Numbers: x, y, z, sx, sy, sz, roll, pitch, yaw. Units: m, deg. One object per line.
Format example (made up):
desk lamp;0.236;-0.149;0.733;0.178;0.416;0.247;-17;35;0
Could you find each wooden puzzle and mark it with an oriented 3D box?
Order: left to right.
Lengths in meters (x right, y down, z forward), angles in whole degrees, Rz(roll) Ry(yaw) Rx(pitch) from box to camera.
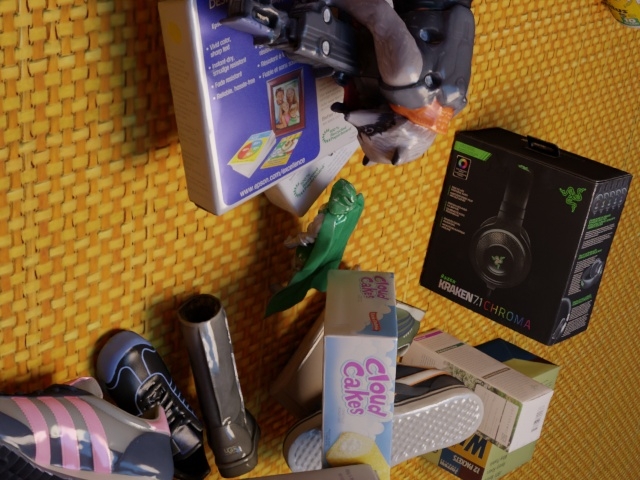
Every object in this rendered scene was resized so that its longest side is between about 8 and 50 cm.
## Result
wooden puzzle;0.022;0.169;1.568;0.221;0.044;0.238;-55;149;-14

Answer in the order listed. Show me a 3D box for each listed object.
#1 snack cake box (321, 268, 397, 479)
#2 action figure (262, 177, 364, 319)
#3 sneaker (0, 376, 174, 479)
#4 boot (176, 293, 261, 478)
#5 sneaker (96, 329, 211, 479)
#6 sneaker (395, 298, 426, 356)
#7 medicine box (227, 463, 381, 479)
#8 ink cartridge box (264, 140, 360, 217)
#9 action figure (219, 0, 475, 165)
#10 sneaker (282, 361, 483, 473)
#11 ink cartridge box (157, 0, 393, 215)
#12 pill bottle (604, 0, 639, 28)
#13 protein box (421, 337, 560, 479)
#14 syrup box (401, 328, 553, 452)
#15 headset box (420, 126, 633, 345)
snack cake box;0.047;0.187;1.338;0.152;0.089;0.264;-82;174;-60
action figure;0.000;0.000;1.331;0.137;0.063;0.232;-37;165;-37
sneaker;-0.292;0.193;1.106;0.319;0.112;0.131;30;45;-36
boot;-0.131;0.167;1.319;0.076;0.190;0.208;-21;103;-10
sneaker;-0.187;0.201;1.262;0.081;0.090;0.232;-45;142;-26
sneaker;0.095;0.125;1.536;0.192;0.064;0.086;24;86;-63
medicine box;-0.059;0.421;1.234;0.289;0.149;0.263;-4;103;-9
ink cartridge box;-0.005;-0.246;1.240;0.324;0.071;0.330;-51;141;-17
action figure;0.077;-0.232;1.045;0.341;0.179;0.330;-3;104;-51
sneaker;0.075;0.264;1.575;0.321;0.127;0.126;-7;115;-27
ink cartridge box;-0.029;-0.222;1.115;0.304;0.072;0.307;-31;130;-35
pill bottle;0.506;-0.442;1.744;0.208;0.118;0.117;31;85;-56
protein box;0.309;0.310;1.949;0.200;0.136;0.201;-10;118;-51
syrup box;0.244;0.238;1.726;0.096;0.237;0.093;-11;120;-47
headset box;0.315;-0.022;1.646;0.131;0.246;0.283;-13;122;-50
